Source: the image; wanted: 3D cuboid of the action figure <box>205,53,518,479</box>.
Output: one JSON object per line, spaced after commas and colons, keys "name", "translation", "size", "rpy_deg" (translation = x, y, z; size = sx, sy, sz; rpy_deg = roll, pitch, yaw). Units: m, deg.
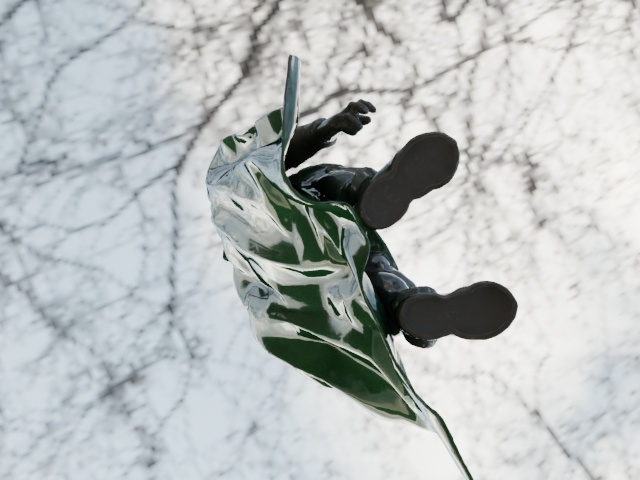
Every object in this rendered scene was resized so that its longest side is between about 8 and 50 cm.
{"name": "action figure", "translation": [0.000, 0.000, 0.665], "size": [0.232, 0.063, 0.137], "rpy_deg": [-171, -119, -75]}
